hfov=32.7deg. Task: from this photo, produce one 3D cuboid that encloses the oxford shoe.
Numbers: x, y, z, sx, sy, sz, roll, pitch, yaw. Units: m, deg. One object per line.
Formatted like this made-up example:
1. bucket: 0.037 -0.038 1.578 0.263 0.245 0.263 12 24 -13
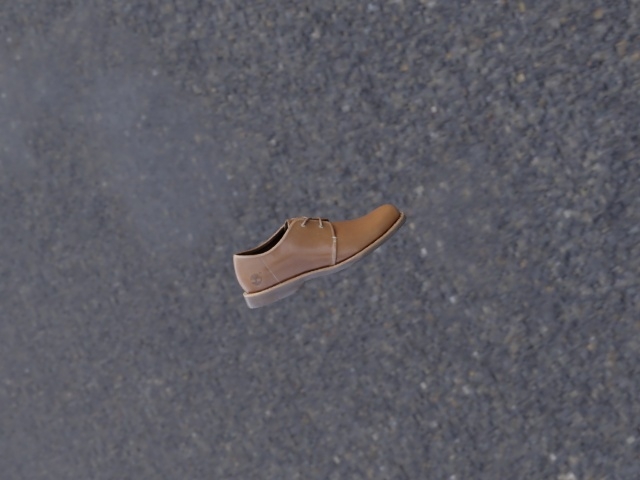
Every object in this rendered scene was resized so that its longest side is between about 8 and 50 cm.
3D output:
1. oxford shoe: 0.000 0.000 1.248 0.076 0.212 0.076 67 166 -10
